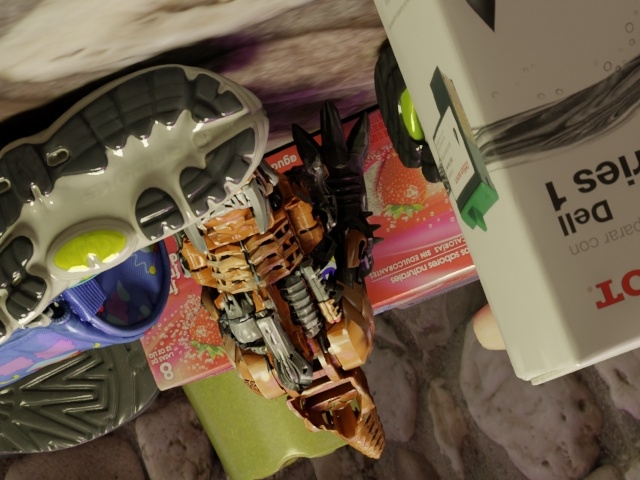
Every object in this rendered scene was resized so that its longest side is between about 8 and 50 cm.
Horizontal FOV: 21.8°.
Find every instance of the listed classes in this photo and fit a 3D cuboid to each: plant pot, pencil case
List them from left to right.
[{"bbox_3d":[-0.243,0.056,1.072,0.306,0.119,0.133,-23,-162,24],"label":"pencil case"},{"bbox_3d":[-0.063,0.148,1.999,0.276,0.253,0.276,-21,175,-2],"label":"plant pot"}]

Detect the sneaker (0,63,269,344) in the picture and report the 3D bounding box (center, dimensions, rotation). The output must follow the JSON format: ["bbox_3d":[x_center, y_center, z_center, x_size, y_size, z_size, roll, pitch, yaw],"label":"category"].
[{"bbox_3d":[-0.153,-0.011,0.899,0.275,0.107,0.110,-21,-176,4],"label":"sneaker"}]

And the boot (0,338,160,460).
[{"bbox_3d":[-0.329,0.182,1.888,0.367,0.146,0.445,-15,173,1],"label":"boot"}]

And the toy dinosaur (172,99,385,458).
[{"bbox_3d":[-0.030,0.037,1.106,0.164,0.218,0.322,-5,130,-7],"label":"toy dinosaur"}]

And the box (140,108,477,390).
[{"bbox_3d":[0.000,0.000,1.335,0.300,0.142,0.154,-22,175,18],"label":"box"}]

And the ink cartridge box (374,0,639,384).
[{"bbox_3d":[0.124,-0.070,0.674,0.160,0.219,0.092,-20,175,-9],"label":"ink cartridge box"}]

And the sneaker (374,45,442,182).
[{"bbox_3d":[0.141,-0.124,0.950,0.121,0.111,0.300,-30,-175,-26],"label":"sneaker"}]

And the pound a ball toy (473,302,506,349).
[{"bbox_3d":[0.152,-0.006,1.515,0.136,0.208,0.319,-23,175,18],"label":"pound a ball toy"}]
